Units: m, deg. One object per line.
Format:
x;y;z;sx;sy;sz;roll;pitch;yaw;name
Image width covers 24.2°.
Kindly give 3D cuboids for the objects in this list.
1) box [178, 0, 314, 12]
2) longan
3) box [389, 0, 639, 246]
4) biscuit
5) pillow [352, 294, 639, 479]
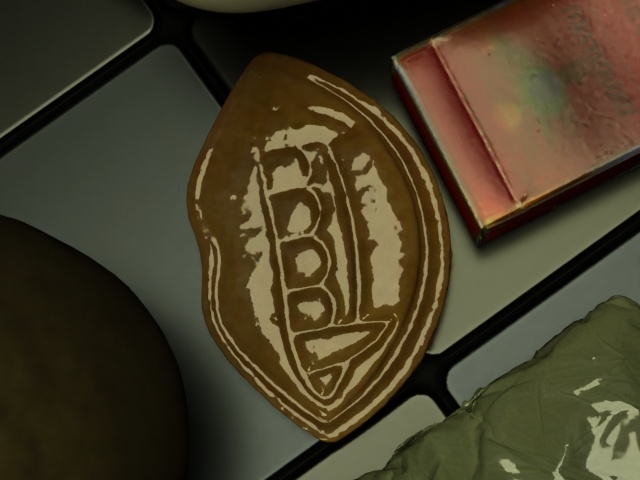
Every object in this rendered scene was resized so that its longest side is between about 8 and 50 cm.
0.006;-0.298;0.770;0.289;0.141;0.349;-13;76;3;box
-0.183;0.110;0.721;0.248;0.248;0.248;-1;79;5;longan
0.139;-0.085;0.811;0.175;0.048;0.112;-26;79;0;box
0.000;0.000;0.819;0.142;0.029;0.220;-8;78;4;biscuit
0.117;0.208;0.742;0.281;0.076;0.274;-33;76;-2;pillow
